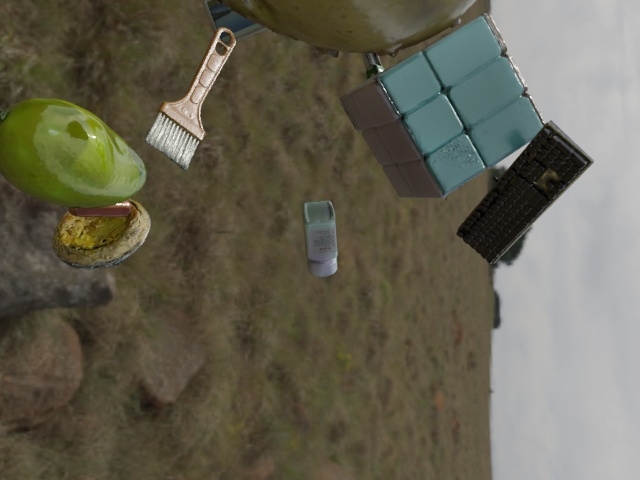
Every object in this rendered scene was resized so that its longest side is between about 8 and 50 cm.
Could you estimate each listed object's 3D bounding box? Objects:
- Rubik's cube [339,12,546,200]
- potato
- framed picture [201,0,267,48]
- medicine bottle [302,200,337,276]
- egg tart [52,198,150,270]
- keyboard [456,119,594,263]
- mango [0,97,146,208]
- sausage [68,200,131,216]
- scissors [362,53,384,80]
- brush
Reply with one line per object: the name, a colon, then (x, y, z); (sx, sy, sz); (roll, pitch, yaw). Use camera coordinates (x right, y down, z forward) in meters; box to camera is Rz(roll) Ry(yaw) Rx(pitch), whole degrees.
Rubik's cube: (0.205, -0.217, 1.361); (0.225, 0.231, 0.221); (59, -11, -9)
potato: (0.090, -0.438, 0.994); (0.385, 0.319, 0.442); (151, -40, -75)
framed picture: (-0.136, -0.430, 1.465); (0.011, 0.149, 0.109); (33, 35, -83)
medicine bottle: (0.000, 0.000, 1.351); (0.074, 0.055, 0.118); (-102, -173, -58)
egg tart: (-0.508, -0.011, 1.864); (0.094, 0.234, 0.234); (80, 13, -45)
keyboard: (0.328, -0.071, 1.340); (0.027, 0.106, 0.317); (-37, 166, -35)
mango: (-0.391, -0.124, 1.228); (0.273, 0.185, 0.149); (47, 51, -76)
sausage: (-0.442, -0.068, 1.586); (0.131, 0.039, 0.041); (-1, 129, -47)
scissors: (0.126, -0.380, 1.834); (0.027, 0.101, 0.204); (3, 66, -43)
brush: (-0.206, -0.259, 1.362); (0.090, 0.017, 0.314); (38, 52, -26)
